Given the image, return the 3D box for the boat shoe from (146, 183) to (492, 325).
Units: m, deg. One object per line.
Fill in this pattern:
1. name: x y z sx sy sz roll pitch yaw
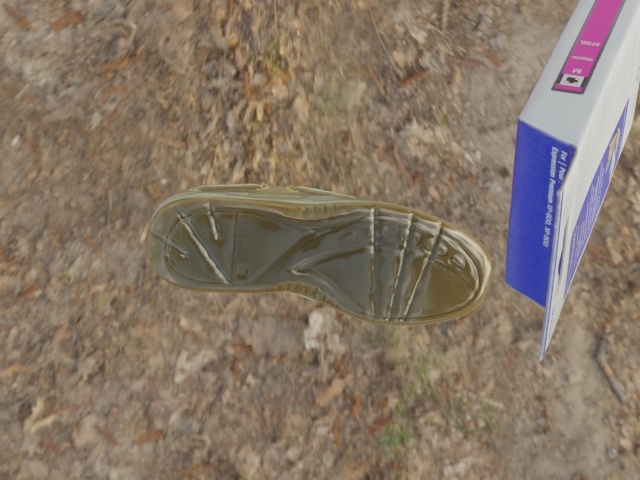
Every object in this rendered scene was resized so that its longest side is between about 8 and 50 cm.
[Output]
1. boat shoe: 0.000 0.000 0.440 0.135 0.045 0.050 11 106 -14

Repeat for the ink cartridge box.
1. ink cartridge box: 0.224 -0.082 0.992 0.069 0.371 0.175 12 131 18
